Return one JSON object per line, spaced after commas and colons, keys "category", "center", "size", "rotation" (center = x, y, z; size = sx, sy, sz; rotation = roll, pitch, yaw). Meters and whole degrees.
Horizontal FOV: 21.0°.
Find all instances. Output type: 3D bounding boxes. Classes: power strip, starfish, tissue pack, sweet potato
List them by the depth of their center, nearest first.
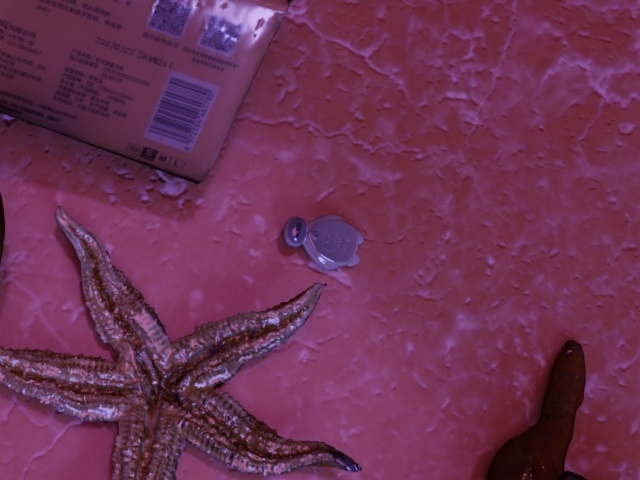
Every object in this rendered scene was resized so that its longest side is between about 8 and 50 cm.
{"category": "tissue pack", "center": [-0.208, -0.227, 1.608], "size": [0.306, 0.238, 0.238], "rotation": [19, 76, -15]}
{"category": "starfish", "center": [-0.147, 0.123, 1.622], "size": [0.347, 0.078, 0.357], "rotation": [-20, 76, -12]}
{"category": "sweet potato", "center": [0.204, 0.214, 1.661], "size": [0.075, 0.075, 0.269], "rotation": [25, 74, -3]}
{"category": "power strip", "center": [0.000, 0.000, 1.698], "size": [0.083, 0.035, 0.055], "rotation": [15, 77, -19]}

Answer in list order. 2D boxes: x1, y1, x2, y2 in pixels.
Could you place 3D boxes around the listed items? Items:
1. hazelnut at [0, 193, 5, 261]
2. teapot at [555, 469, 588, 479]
{"category": "hazelnut", "center": [-0.393, -0.015, 1.553], "size": [0.230, 0.229, 0.229], "rotation": [2, 79, -9]}
{"category": "teapot", "center": [0.191, 0.384, 1.554], "size": [0.337, 0.200, 0.270], "rotation": [-40, 129, -10]}
